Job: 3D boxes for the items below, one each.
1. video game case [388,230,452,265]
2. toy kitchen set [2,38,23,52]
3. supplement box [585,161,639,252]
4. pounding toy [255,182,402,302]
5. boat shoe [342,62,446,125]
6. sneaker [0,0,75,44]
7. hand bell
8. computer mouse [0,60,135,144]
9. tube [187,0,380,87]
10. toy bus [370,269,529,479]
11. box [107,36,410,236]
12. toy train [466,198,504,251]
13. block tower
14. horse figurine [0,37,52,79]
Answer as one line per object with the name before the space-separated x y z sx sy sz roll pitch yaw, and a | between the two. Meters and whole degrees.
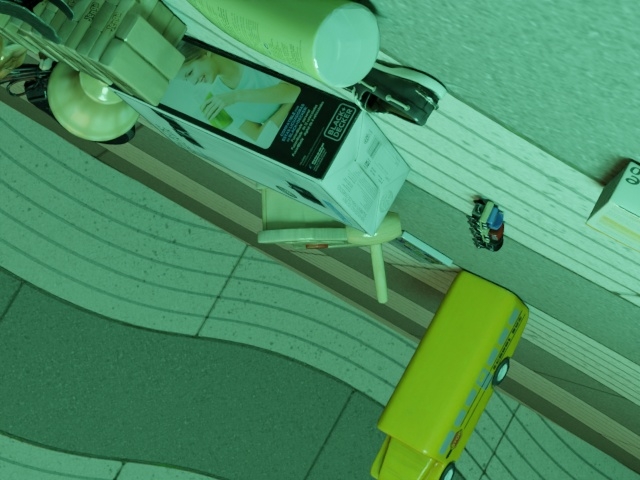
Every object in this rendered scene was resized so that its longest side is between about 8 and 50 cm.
video game case | 0.138 0.010 1.689 0.087 0.011 0.122 31 173 -14
toy kitchen set | -0.350 -0.270 1.397 0.068 0.083 0.075 -14 165 7
supplement box | 0.244 -0.021 0.860 0.062 0.036 0.098 29 174 6
pounding toy | 0.000 0.000 1.352 0.154 0.154 0.269 -2 177 -6
boat shoe | 0.048 -0.121 0.927 0.125 0.038 0.046 23 171 44
sneaker | -0.282 -0.219 0.909 0.170 0.051 0.089 26 170 -2
hand bell | -0.250 -0.209 1.375 0.126 0.126 0.242 31 162 -15
computer mouse | -0.368 -0.226 1.751 0.189 0.072 0.272 3 165 16
tube | -0.051 -0.178 0.874 0.240 0.062 0.070 29 132 47
toy bus | 0.186 0.221 1.681 0.108 0.332 0.130 26 173 28
box | -0.065 -0.120 1.214 0.290 0.087 0.169 26 173 27
toy train | 0.183 -0.013 1.236 0.036 0.027 0.158 24 173 15
block tower | -0.287 -0.246 1.186 0.335 0.091 0.097 26 172 30
horse figurine | -0.470 -0.272 1.602 0.066 0.174 0.263 13 -159 -47
